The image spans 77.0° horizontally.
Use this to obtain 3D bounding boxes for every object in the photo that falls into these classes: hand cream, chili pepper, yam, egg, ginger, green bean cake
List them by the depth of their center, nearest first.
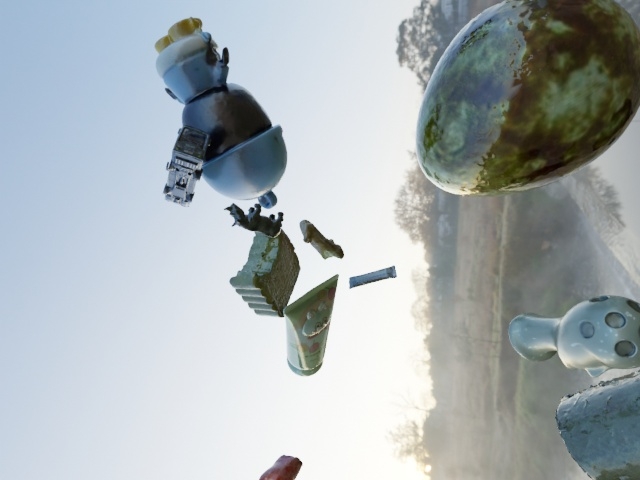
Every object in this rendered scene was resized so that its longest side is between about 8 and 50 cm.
[{"bbox_3d":[0.254,-0.181,0.528,0.238,0.289,0.238,55,-175,-7],"label":"egg"},{"bbox_3d":[0.548,0.272,0.616,0.168,0.304,0.168,26,-138,-27],"label":"yam"},{"bbox_3d":[-0.028,0.202,0.909,0.147,0.093,0.306,-29,-36,-30],"label":"hand cream"},{"bbox_3d":[-0.002,0.003,0.974,0.057,0.137,0.044,-48,-3,-12],"label":"ginger"},{"bbox_3d":[-0.124,0.651,1.074,0.192,0.084,0.086,-32,-48,-54],"label":"chili pepper"},{"bbox_3d":[-0.172,0.097,1.274,0.233,0.124,0.236,66,-147,-41],"label":"green bean cake"}]

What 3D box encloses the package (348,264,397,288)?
[{"bbox_3d":[0.113,0.081,0.888,0.037,0.110,0.015,-90,-20,-49],"label":"package"}]

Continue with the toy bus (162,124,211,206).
[{"bbox_3d":[-0.203,-0.106,0.605,0.166,0.047,0.065,141,143,-58],"label":"toy bus"}]

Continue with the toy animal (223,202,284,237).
[{"bbox_3d":[-0.149,-0.048,0.892,0.135,0.047,0.065,20,-118,-28],"label":"toy animal"}]

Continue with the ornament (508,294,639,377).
[{"bbox_3d":[0.281,0.104,0.434,0.156,0.075,0.081,125,157,-73],"label":"ornament"}]

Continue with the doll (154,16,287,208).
[{"bbox_3d":[-0.155,-0.191,0.669,0.141,0.177,0.314,-43,-66,-45],"label":"doll"}]
